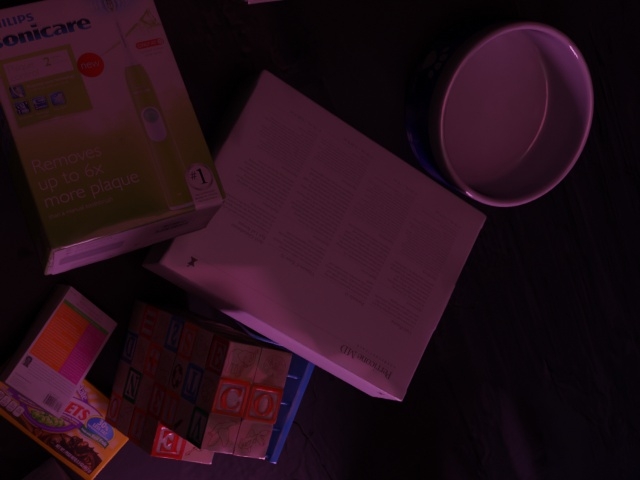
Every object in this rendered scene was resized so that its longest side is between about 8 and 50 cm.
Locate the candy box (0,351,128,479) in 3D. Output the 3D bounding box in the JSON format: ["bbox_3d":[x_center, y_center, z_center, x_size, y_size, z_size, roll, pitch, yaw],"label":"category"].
[{"bbox_3d":[-0.343,0.224,1.506,0.105,0.027,0.206,-49,121,-10],"label":"candy box"}]

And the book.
[{"bbox_3d":[-0.333,0.142,1.457,0.096,0.035,0.144,45,65,-35],"label":"book"}]

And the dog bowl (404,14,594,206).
[{"bbox_3d":[0.257,-0.188,1.637,0.265,0.104,0.265,-9,110,-24],"label":"dog bowl"}]

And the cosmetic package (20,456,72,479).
[{"bbox_3d":[-0.347,0.412,1.474,0.151,0.183,0.151,-37,119,-13],"label":"cosmetic package"}]

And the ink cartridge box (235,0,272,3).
[{"bbox_3d":[-0.047,-0.360,1.451,0.135,0.056,0.099,-12,111,-24],"label":"ink cartridge box"}]

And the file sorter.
[{"bbox_3d":[-0.095,0.198,1.574,0.104,0.118,0.170,18,97,-28],"label":"file sorter"}]

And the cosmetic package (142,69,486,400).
[{"bbox_3d":[0.000,0.000,1.493,0.377,0.097,0.284,32,73,-19],"label":"cosmetic package"}]

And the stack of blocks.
[{"bbox_3d":[-0.160,0.186,1.417,0.087,0.297,0.171,15,89,-31],"label":"stack of blocks"}]

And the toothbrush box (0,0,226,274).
[{"bbox_3d":[-0.259,-0.130,1.307,0.206,0.122,0.283,-17,79,-21],"label":"toothbrush box"}]
